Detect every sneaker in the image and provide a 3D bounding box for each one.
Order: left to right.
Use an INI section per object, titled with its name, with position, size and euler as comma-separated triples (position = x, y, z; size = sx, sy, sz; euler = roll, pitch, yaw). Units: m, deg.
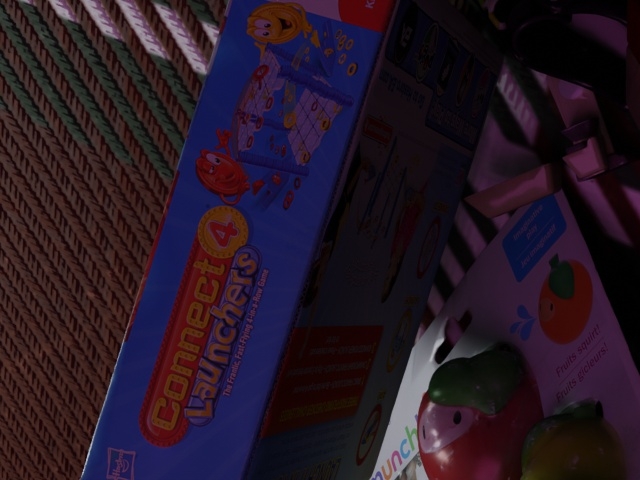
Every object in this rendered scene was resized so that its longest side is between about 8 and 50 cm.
[sneaker]
position = 0.132, -0.159, 0.974
size = 0.235, 0.097, 0.084
euler = 34, 130, 10

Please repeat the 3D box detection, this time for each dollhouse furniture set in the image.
[dollhouse furniture set]
position = 0.131, -0.067, 1.037
size = 0.114, 0.091, 0.081
euler = -23, 86, 26

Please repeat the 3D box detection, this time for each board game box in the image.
[board game box]
position = 0.000, 0.000, 0.937
size = 0.086, 0.308, 0.302
euler = 18, 92, 16

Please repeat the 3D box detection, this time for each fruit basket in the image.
[fruit basket]
position = 0.118, 0.186, 1.079
size = 0.327, 0.165, 0.353
euler = -56, 44, 41

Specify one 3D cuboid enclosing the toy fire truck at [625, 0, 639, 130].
[toy fire truck]
position = 0.273, -0.172, 0.854
size = 0.217, 0.158, 0.246
euler = -3, 111, 4
